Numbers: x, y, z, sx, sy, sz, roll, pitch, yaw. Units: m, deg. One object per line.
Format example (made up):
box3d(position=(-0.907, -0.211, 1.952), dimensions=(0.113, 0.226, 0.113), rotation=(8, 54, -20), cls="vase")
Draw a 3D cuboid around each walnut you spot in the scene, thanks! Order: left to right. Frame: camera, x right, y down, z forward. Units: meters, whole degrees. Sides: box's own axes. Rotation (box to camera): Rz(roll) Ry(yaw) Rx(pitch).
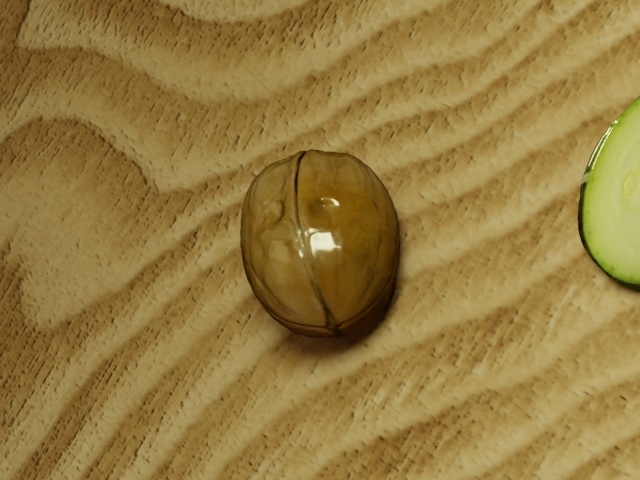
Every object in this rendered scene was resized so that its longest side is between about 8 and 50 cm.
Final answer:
box3d(position=(0.000, 0.000, 1.727), dimensions=(0.167, 0.167, 0.207), rotation=(-26, 55, 31), cls="walnut")

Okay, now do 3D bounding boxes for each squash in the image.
box3d(position=(0.334, -0.053, 1.538), dimensions=(0.219, 0.041, 0.219), rotation=(-26, 50, 36), cls="squash")
